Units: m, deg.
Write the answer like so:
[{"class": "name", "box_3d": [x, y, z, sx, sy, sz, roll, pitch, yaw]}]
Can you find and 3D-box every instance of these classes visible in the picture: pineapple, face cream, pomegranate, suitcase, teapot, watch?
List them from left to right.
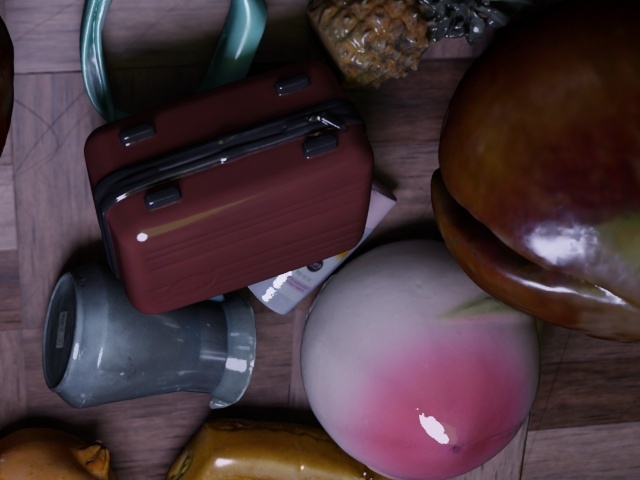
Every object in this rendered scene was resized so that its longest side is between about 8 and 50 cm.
[{"class": "pomegranate", "box_3d": [-0.340, 0.324, 1.847, 0.209, 0.209, 0.209, -6, 121, -10]}, {"class": "teapot", "box_3d": [-0.197, 0.101, 1.781, 0.225, 0.171, 0.203, 8, 88, -25]}, {"class": "watch", "box_3d": [-0.166, -0.216, 1.643, 0.195, 0.068, 0.237, 15, 115, -20]}, {"class": "suitcase", "box_3d": [-0.097, -0.054, 1.647, 0.297, 0.161, 0.236, -20, 155, -12]}, {"class": "face cream", "box_3d": [0.000, 0.000, 1.815, 0.084, 0.057, 0.198, 34, 108, -29]}, {"class": "pineapple", "box_3d": [0.114, -0.254, 1.663, 0.248, 0.128, 0.128, -22, 123, -6]}]

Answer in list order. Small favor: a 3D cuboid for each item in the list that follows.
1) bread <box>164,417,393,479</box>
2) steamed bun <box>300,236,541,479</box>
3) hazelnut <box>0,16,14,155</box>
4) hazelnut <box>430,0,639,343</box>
[{"class": "bread", "box_3d": [-0.058, 0.373, 1.974, 0.337, 0.148, 0.328, 10, 113, -17]}, {"class": "steamed bun", "box_3d": [0.128, 0.162, 1.808, 0.309, 0.309, 0.309, -6, 121, -10]}, {"class": "hazelnut", "box_3d": [-0.476, -0.119, 1.454, 0.420, 0.353, 0.421, -23, 140, -21]}, {"class": "hazelnut", "box_3d": [0.343, -0.084, 1.682, 0.429, 0.402, 0.402, 12, 116, -15]}]
